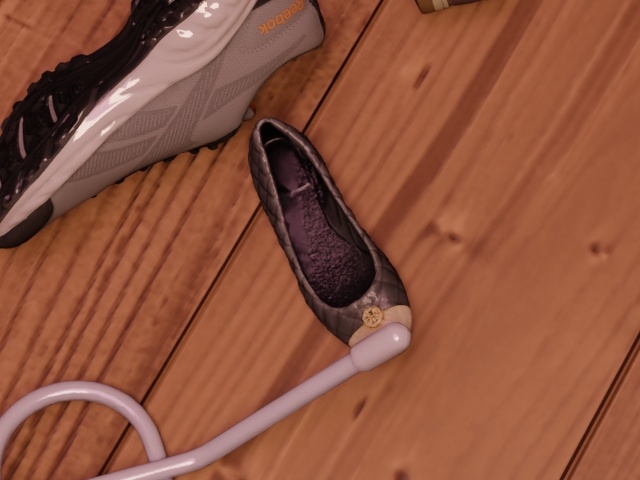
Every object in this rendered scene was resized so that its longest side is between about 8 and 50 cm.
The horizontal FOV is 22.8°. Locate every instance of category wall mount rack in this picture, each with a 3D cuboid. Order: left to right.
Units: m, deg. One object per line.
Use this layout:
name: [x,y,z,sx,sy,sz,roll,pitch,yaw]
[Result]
wall mount rack: [-0.065,0.202,0.870,0.304,0.130,0.350,-15,65,-10]

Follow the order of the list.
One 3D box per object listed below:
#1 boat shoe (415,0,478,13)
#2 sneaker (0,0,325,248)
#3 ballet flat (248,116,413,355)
boat shoe: [0.090,-0.254,1.019,0.073,0.080,0.224,-2,77,7]
sneaker: [-0.110,-0.078,0.995,0.271,0.108,0.100,-39,36,16]
ballet flat: [0.000,0.000,0.967,0.057,0.049,0.173,-33,68,2]
